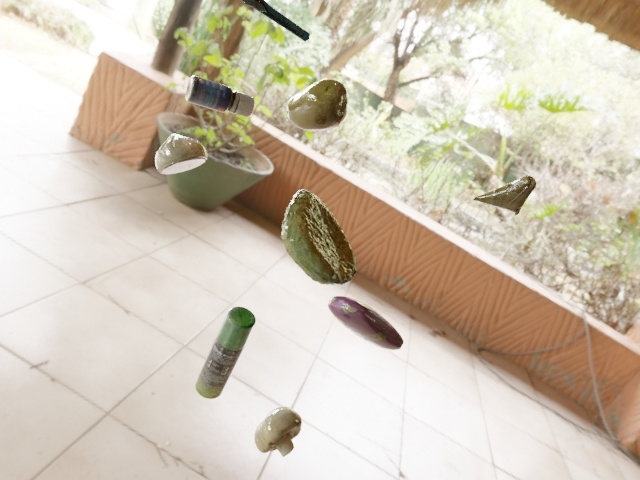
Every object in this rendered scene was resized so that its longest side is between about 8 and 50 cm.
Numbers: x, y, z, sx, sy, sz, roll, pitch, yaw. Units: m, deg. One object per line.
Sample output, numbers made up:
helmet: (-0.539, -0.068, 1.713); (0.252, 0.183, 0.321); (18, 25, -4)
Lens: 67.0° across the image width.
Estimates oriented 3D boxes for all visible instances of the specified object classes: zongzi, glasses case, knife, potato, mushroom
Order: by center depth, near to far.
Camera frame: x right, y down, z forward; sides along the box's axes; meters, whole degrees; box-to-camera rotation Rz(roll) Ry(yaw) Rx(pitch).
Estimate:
mushroom: (-0.115, 0.540, 1.355); (0.154, 0.154, 0.122); (5, 43, -56)
glasses case: (0.133, 0.238, 1.370); (0.123, 0.075, 0.316); (10, -23, 40)
potato: (-0.014, -0.406, 1.470); (0.194, 0.157, 0.157); (1, 4, 25)
knife: (-0.147, -0.709, 1.511); (0.297, 0.044, 0.026); (20, 26, -36)
zongzi: (0.678, -0.185, 1.773); (0.176, 0.160, 0.078); (18, 42, 0)

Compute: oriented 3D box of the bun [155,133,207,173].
bun: (-0.379, -0.238, 1.291); (0.094, 0.138, 0.138); (68, 19, -1)

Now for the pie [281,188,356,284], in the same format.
pie: (0.000, 0.000, 1.395); (0.323, 0.071, 0.323); (43, 30, -32)

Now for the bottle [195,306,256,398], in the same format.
bottle: (-0.287, 0.341, 1.453); (0.093, 0.329, 0.093); (20, 31, -13)

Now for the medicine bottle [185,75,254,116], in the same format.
medicine bottle: (-0.309, -0.443, 1.504); (0.203, 0.083, 0.083); (9, 24, -31)
